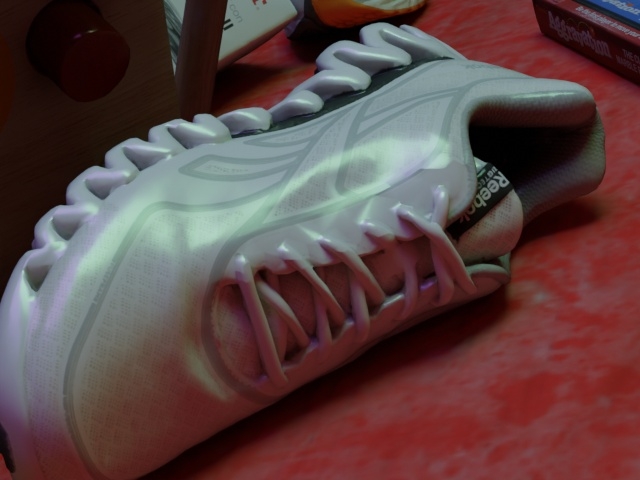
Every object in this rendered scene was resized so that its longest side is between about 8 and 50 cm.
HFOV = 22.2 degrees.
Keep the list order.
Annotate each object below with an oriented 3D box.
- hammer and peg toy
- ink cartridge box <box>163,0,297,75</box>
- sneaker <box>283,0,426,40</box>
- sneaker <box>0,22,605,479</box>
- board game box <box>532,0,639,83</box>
[{"bbox_3d":[-0.132,-0.080,0.725,0.361,0.266,0.127,-29,47,-26],"label":"hammer and peg toy"},{"bbox_3d":[-0.144,-0.139,0.938,0.219,0.160,0.093,-36,7,-35],"label":"ink cartridge box"},{"bbox_3d":[0.019,-0.217,1.065,0.099,0.121,0.262,-12,23,18],"label":"sneaker"},{"bbox_3d":[0.000,0.000,0.616,0.118,0.110,0.292,14,38,38],"label":"sneaker"},{"bbox_3d":[0.220,-0.108,0.785,0.145,0.027,0.281,-20,22,-8],"label":"board game box"}]
